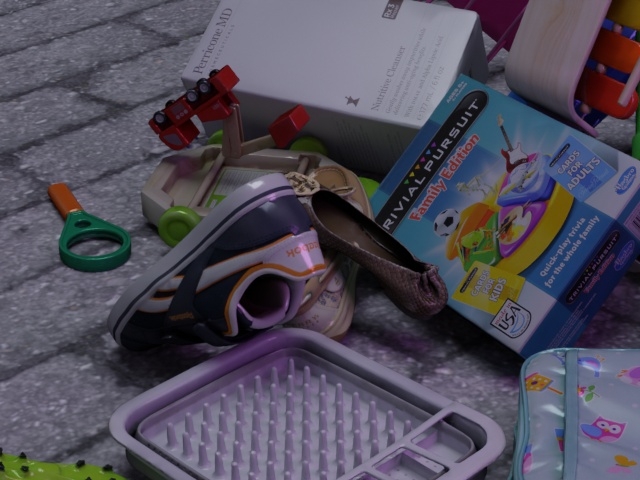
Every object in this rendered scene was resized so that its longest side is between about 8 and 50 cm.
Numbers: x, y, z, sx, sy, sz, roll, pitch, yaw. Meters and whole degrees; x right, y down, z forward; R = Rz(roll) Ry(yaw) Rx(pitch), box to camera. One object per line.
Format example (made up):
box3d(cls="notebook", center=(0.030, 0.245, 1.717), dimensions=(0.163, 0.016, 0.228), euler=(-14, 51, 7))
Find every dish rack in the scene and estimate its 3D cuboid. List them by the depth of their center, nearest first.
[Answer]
box3d(cls="dish rack", center=(-0.015, 0.213, 1.505), dimensions=(0.286, 0.072, 0.333), euler=(-26, 38, -38))

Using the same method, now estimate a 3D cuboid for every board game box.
box3d(cls="board game box", center=(0.215, -0.028, 1.785), dimensions=(0.253, 0.079, 0.336), euler=(-54, 43, -2))

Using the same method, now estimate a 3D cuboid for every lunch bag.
box3d(cls="lunch bag", center=(0.290, 0.211, 1.466), dimensions=(0.224, 0.107, 0.279), euler=(4, 29, 7))

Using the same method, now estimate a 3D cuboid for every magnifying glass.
box3d(cls="magnifying glass", center=(-0.316, -0.019, 1.996), dimensions=(0.092, 0.026, 0.231), euler=(-13, 32, -21))

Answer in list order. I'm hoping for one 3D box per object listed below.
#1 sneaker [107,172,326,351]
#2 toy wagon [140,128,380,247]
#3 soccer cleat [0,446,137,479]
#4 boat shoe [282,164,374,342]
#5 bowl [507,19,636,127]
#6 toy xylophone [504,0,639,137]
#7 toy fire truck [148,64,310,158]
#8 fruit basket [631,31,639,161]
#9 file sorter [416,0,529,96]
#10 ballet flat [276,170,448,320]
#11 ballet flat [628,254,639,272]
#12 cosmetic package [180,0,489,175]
box3d(cls="sneaker", center=(-0.116, 0.064, 1.637), dimensions=(0.126, 0.321, 0.127), euler=(-19, 73, -45))
box3d(cls="toy wagon", center=(-0.059, -0.059, 2.018), dimensions=(0.345, 0.068, 0.267), euler=(6, 29, 9))
box3d(cls="soccer cleat", center=(-0.251, 0.249, 1.457), dimensions=(0.179, 0.072, 0.060), euler=(15, 23, -17))
box3d(cls="boat shoe", center=(0.000, 0.000, 1.798), dimensions=(0.105, 0.089, 0.285), euler=(-15, 41, 18))
box3d(cls="bowl", center=(0.372, -0.233, 2.025), dimensions=(0.077, 0.391, 0.391), euler=(47, 44, 10))
box3d(cls="toy xylophone", center=(0.333, -0.268, 1.751), dimensions=(0.081, 0.322, 0.236), euler=(10, 25, -40))
box3d(cls="toy fire truck", center=(-0.124, -0.158, 2.026), dimensions=(0.192, 0.135, 0.047), euler=(-30, 13, 32))
box3d(cls="fruit basket", center=(0.527, -0.077, 1.856), dimensions=(0.283, 0.392, 0.392), euler=(-13, 27, 10))
box3d(cls="file sorter", center=(0.258, -0.386, 2.365), dimensions=(0.291, 0.202, 0.182), euler=(40, 42, 3))
box3d(cls="ballet flat", center=(0.046, -0.005, 1.727), dimensions=(0.250, 0.058, 0.084), euler=(40, 45, 11))
box3d(cls="ballet flat", center=(0.377, -0.011, 1.925), dimensions=(0.077, 0.077, 0.231), euler=(-29, 38, -15))
box3d(cls="cosmetic package", center=(0.024, -0.234, 2.158), dimensions=(0.385, 0.156, 0.217), euler=(13, 63, 19))
